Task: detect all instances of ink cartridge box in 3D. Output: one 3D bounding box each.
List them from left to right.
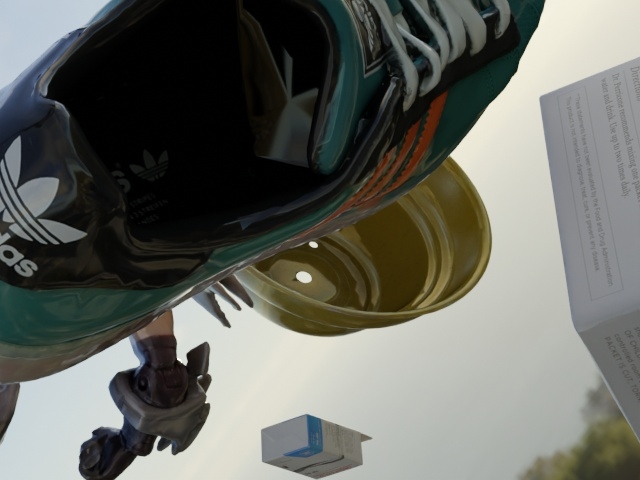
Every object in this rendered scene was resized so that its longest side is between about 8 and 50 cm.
[{"bbox_3d":[-0.001,0.160,1.326,0.048,0.083,0.028,-22,60,34],"label":"ink cartridge box"}]

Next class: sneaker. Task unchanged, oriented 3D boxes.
[{"bbox_3d":[-0.001,-0.056,0.575,0.302,0.108,0.121,-37,3,-38],"label":"sneaker"}]

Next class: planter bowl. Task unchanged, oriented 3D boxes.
[{"bbox_3d":[0.000,0.000,1.181,0.217,0.217,0.090,-51,-11,-48],"label":"planter bowl"}]

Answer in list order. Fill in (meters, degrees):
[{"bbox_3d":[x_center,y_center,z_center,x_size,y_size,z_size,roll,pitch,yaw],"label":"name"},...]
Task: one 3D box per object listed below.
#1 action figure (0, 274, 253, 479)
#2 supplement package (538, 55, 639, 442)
[{"bbox_3d":[-0.148,0.052,0.682,0.285,0.185,0.099,-54,-13,-25],"label":"action figure"},{"bbox_3d":[0.274,-0.009,0.800,0.293,0.175,0.177,-21,38,18],"label":"supplement package"}]
